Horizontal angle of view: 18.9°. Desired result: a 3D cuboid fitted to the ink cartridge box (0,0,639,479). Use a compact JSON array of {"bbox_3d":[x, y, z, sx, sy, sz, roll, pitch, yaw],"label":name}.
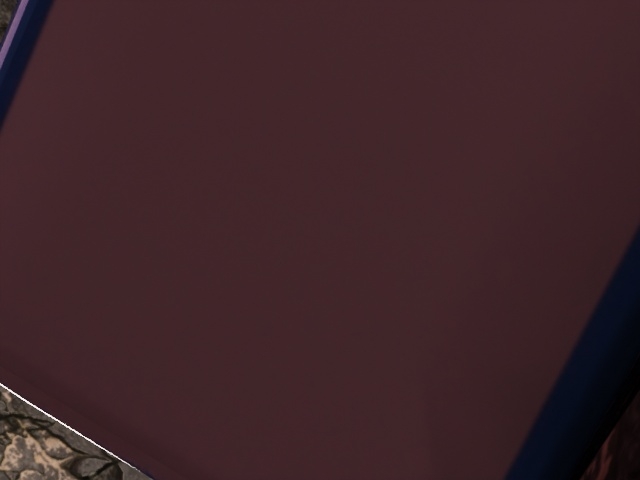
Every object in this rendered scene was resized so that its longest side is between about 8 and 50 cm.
[{"bbox_3d":[0.083,-0.098,0.576,0.285,0.166,0.395,-64,-12,17],"label":"ink cartridge box"}]
